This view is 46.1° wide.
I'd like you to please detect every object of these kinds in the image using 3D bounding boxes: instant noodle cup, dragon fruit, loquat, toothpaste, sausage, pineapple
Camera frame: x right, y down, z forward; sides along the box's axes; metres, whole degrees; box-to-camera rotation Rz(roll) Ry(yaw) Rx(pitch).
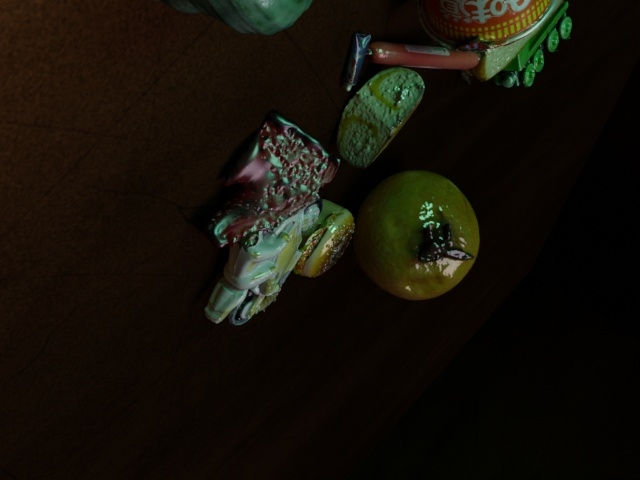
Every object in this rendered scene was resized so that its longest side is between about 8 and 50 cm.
[{"bbox_3d":[0.193,-0.371,0.925,0.193,0.193,0.212,-51,151,-9],"label":"instant noodle cup"},{"bbox_3d":[-0.065,-0.059,0.935,0.192,0.092,0.122,-46,157,-20],"label":"dragon fruit"},{"bbox_3d":[0.170,-0.009,1.318,0.244,0.244,0.244,-44,156,-25],"label":"loquat"},{"bbox_3d":[0.046,-0.238,1.005,0.027,0.019,0.083,-8,133,-30],"label":"toothpaste"},{"bbox_3d":[0.152,-0.267,1.093,0.253,0.034,0.034,-9,132,-42],"label":"sausage"},{"bbox_3d":[-0.080,0.076,1.207,0.045,0.019,0.083,-16,134,-54],"label":"pineapple"}]

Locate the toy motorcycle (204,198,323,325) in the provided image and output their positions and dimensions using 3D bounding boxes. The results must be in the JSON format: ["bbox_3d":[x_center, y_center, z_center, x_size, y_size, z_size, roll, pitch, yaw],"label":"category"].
[{"bbox_3d":[-0.081,0.020,1.051,0.228,0.074,0.151,-54,156,2],"label":"toy motorcycle"}]

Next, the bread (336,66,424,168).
[{"bbox_3d":[0.092,-0.185,1.089,0.094,0.083,0.157,-27,157,-53],"label":"bread"}]

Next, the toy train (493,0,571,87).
[{"bbox_3d":[0.393,-0.387,1.408,0.251,0.085,0.119,-52,137,-30],"label":"toy train"}]

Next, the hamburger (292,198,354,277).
[{"bbox_3d":[0.000,0.000,1.175,0.126,0.081,0.141,-56,160,5],"label":"hamburger"}]

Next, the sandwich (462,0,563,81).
[{"bbox_3d":[0.295,-0.399,1.182,0.249,0.095,0.273,-50,159,-8],"label":"sandwich"}]

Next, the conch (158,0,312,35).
[{"bbox_3d":[-0.061,-0.259,0.613,0.188,0.122,0.176,-51,138,-14],"label":"conch"}]

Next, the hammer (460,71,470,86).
[{"bbox_3d":[0.313,-0.339,1.407,0.201,0.021,0.078,-30,142,-48],"label":"hammer"}]
